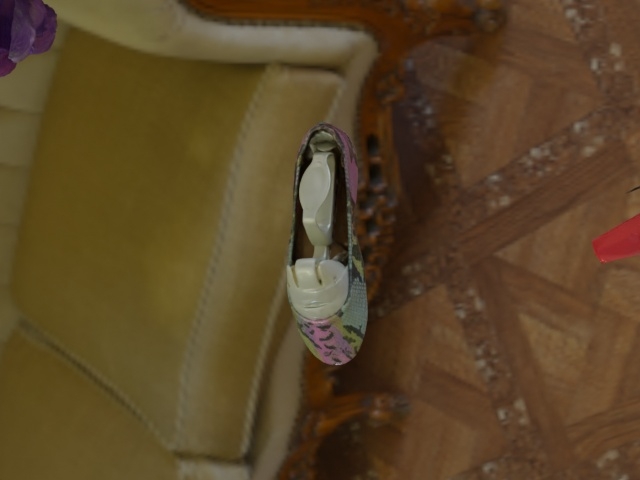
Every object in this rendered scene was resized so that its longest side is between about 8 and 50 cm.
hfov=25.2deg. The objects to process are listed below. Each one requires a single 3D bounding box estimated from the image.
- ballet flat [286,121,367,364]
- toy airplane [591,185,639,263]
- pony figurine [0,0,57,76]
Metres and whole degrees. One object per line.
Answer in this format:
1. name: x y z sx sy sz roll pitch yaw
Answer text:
1. ballet flat: 0.000 0.000 1.289 0.077 0.079 0.221 -3 81 16
2. toy airplane: 0.347 0.009 1.411 0.151 0.028 0.151 3 103 13
3. pony figurine: -0.258 -0.161 0.894 0.303 0.351 0.363 20 104 -5
